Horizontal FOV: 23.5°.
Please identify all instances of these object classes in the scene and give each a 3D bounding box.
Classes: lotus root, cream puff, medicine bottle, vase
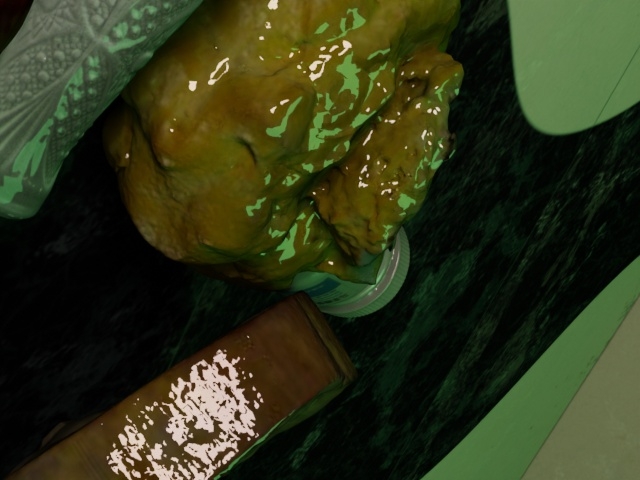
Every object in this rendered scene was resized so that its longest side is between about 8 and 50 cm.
[{"bbox_3d":[-0.126,0.154,1.027,0.375,0.111,0.390,-34,178,39],"label":"lotus root"},{"bbox_3d":[0.003,-0.074,0.973,0.282,0.185,0.282,-38,154,-22],"label":"cream puff"},{"bbox_3d":[0.000,0.000,1.194,0.105,0.105,0.168,-52,159,4],"label":"medicine bottle"},{"bbox_3d":[-0.117,-0.115,0.799,0.219,0.096,0.096,-51,159,9],"label":"vase"}]

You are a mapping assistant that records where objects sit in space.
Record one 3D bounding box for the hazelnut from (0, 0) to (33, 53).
[{"bbox_3d":[-0.199,-0.125,0.517,0.208,0.208,0.208,-41,157,-22],"label":"hazelnut"}]
